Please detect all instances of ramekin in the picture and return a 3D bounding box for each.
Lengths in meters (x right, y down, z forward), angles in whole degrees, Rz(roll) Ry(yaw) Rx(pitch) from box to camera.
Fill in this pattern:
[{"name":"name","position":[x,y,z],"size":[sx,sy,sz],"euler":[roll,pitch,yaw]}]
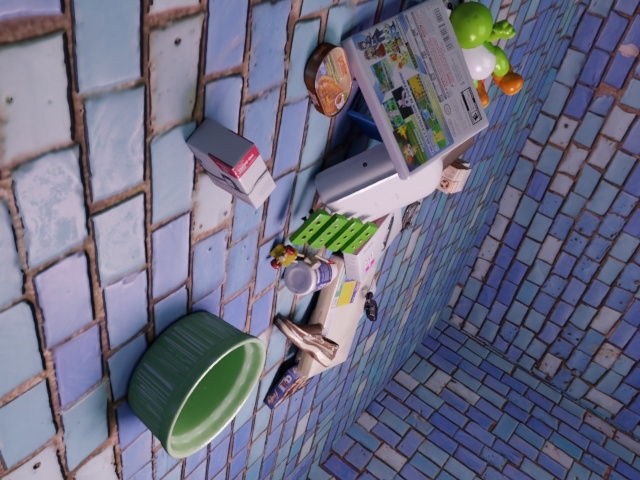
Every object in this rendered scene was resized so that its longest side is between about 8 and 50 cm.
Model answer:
[{"name":"ramekin","position":[-0.273,0.305,1.312],"size":[0.303,0.148,0.303],"euler":[-46,155,-29]}]

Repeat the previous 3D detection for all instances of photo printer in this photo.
[{"name":"photo printer","position":[0.162,-0.151,1.518],"size":[0.307,0.107,0.256],"euler":[-24,160,8]}]

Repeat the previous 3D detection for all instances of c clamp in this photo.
[{"name":"c clamp","position":[0.349,-0.094,2.307],"size":[0.137,0.022,0.161],"euler":[-32,148,-39]}]

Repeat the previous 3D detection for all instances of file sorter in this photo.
[{"name":"file sorter","position":[0.163,-0.312,1.490],"size":[0.105,0.118,0.170],"euler":[-62,158,0]}]

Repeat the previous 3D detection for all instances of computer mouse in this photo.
[{"name":"computer mouse","position":[0.169,0.229,2.079],"size":[0.242,0.041,0.071],"euler":[66,29,-65]}]

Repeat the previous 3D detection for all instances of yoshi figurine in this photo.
[{"name":"yoshi figurine","position":[0.406,-0.496,1.560],"size":[0.362,0.203,0.204],"euler":[46,70,-41]}]

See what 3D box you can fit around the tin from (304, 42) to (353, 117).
[{"name":"tin","position":[0.019,-0.337,1.259],"size":[0.106,0.040,0.190],"euler":[-51,157,-9]}]

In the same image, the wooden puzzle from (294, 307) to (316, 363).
[{"name":"wooden puzzle","position":[0.012,0.299,2.057],"size":[0.238,0.044,0.221],"euler":[-26,141,-54]}]

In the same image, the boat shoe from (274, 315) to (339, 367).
[{"name":"boat shoe","position":[-0.034,0.280,1.784],"size":[0.095,0.095,0.257],"euler":[-49,132,-6]}]

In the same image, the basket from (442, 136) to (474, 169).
[{"name":"basket","position":[0.339,-0.277,1.846],"size":[0.227,0.154,0.204],"euler":[-47,140,-1]}]

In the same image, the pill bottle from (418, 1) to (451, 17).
[{"name":"pill bottle","position":[0.253,-0.484,1.466],"size":[0.108,0.108,0.180],"euler":[-23,133,-56]}]

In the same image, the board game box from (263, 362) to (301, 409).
[{"name":"board game box","position":[-0.077,0.472,2.049],"size":[0.165,0.042,0.243],"euler":[-55,162,25]}]

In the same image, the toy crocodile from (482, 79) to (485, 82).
[{"name":"toy crocodile","position":[0.472,-0.532,1.881],"size":[0.340,0.105,0.115],"euler":[-19,136,-59]}]

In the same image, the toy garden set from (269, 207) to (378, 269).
[{"name":"toy garden set","position":[0.000,0.000,1.508],"size":[0.204,0.049,0.244],"euler":[-44,148,25]}]

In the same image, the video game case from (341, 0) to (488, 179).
[{"name":"video game case","position":[0.225,-0.349,1.350],"size":[0.300,0.036,0.329],"euler":[-34,107,-27]}]

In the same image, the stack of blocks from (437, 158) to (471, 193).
[{"name":"stack of blocks","position":[0.427,-0.246,2.069],"size":[0.297,0.171,0.087],"euler":[-14,132,-61]}]

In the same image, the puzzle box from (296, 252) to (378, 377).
[{"name":"puzzle box","position":[0.063,0.234,1.972],"size":[0.272,0.052,0.409],"euler":[-3,112,-60]}]

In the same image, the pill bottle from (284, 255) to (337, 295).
[{"name":"pill bottle","position":[-0.020,0.093,1.651],"size":[0.169,0.094,0.094],"euler":[-12,129,-61]}]

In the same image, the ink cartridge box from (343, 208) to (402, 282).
[{"name":"ink cartridge box","position":[0.161,-0.048,1.829],"size":[0.275,0.060,0.239],"euler":[-50,148,-33]}]

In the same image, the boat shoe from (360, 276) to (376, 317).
[{"name":"boat shoe","position":[0.134,0.210,2.181],"size":[0.226,0.083,0.076],"euler":[-55,150,-43]}]

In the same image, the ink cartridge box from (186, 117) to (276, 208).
[{"name":"ink cartridge box","position":[-0.153,-0.132,1.052],"size":[0.063,0.109,0.150],"euler":[-54,158,-14]}]
